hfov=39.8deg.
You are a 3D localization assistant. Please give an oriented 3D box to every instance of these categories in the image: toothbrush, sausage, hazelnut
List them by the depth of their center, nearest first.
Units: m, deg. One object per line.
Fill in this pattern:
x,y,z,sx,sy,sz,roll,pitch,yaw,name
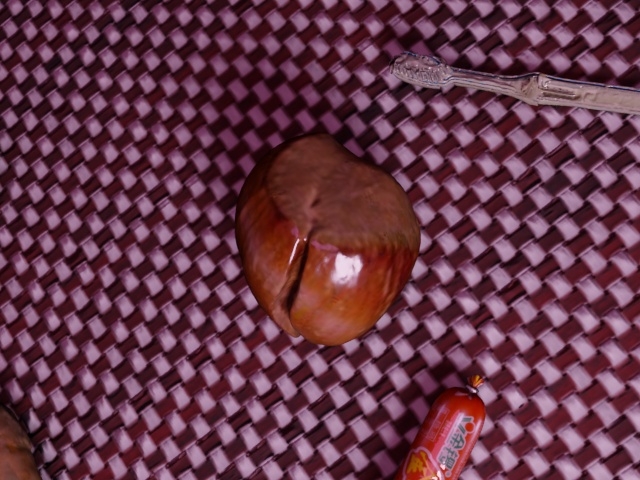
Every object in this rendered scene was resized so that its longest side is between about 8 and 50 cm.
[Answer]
0.084,0.164,0.644,0.050,0.048,0.145,23,83,56,sausage
0.000,0.000,0.661,0.143,0.143,0.154,-38,65,5,hazelnut
0.195,-0.114,0.680,0.295,0.028,0.026,12,84,12,toothbrush

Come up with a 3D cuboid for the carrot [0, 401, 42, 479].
-0.249,0.260,0.672,0.139,0.139,0.301,-36,73,6,carrot
